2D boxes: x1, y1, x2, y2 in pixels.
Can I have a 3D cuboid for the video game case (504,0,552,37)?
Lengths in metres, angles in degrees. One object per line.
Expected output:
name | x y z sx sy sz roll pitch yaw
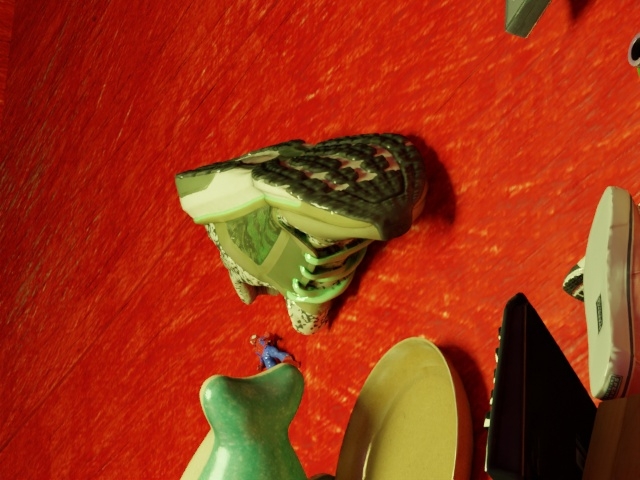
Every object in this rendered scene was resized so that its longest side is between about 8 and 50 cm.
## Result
video game case | 0.213 -0.318 1.561 0.274 0.026 0.196 120 162 -50

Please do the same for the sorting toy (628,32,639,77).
sorting toy | 0.247 -0.139 1.430 0.102 0.042 0.061 -144 69 -68

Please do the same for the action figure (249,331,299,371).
action figure | -0.052 0.119 2.047 0.115 0.030 0.038 -138 58 -68

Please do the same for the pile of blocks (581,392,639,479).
pile of blocks | 0.241 0.226 1.107 0.149 0.112 0.362 -28 31 9

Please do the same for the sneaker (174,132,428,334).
sneaker | 0.000 0.000 1.907 0.410 0.158 0.182 7 115 67

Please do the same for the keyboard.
keyboard | 0.150 0.179 1.213 0.317 0.033 0.201 51 -142 -57

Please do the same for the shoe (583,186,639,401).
shoe | 0.225 0.041 1.329 0.063 0.081 0.178 106 172 -47

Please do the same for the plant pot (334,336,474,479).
plant pot | 0.073 0.200 1.676 0.236 0.032 0.236 -167 90 -69

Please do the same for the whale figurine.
whale figurine | -0.056 0.249 1.751 0.141 0.216 0.272 30 119 49

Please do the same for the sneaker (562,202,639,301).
sneaker | 0.216 0.011 1.434 0.109 0.040 0.043 -42 25 49
